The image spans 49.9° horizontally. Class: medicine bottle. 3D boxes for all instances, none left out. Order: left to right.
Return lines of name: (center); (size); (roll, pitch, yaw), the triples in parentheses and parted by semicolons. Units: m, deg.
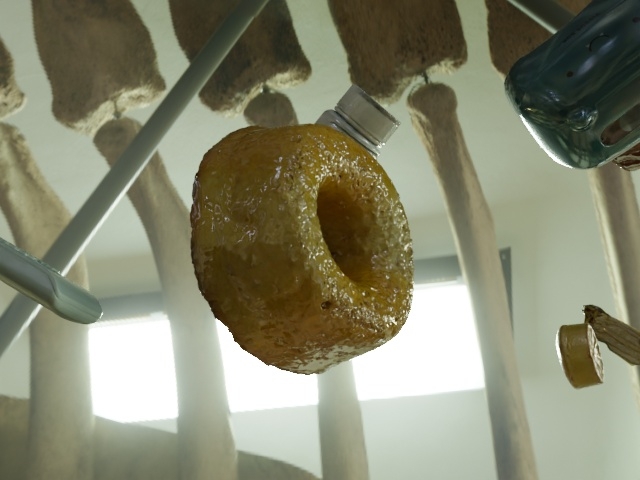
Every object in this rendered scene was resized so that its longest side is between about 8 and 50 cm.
medicine bottle: (0.030, -0.167, 1.342); (0.143, 0.143, 0.258); (37, -78, -22)

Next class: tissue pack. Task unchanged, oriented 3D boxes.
tissue pack: (0.449, -0.249, 1.058); (0.287, 0.206, 0.198); (-38, -56, 13)

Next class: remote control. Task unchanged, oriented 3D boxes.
remote control: (-0.240, 0.018, 0.532); (0.162, 0.029, 0.061); (24, -15, 25)

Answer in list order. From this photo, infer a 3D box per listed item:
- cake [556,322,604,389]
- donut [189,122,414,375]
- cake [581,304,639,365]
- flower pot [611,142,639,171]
cake: (0.328, 0.145, 0.870); (0.044, 0.084, 0.084); (-18, -56, 26)
donut: (0.002, 0.000, 0.706); (0.108, 0.278, 0.277); (-17, -54, 33)
cake: (0.634, 0.209, 1.450); (0.116, 0.185, 0.080); (29, -89, -49)
flower pot: (0.624, -0.234, 1.249); (0.190, 0.191, 0.173); (34, -20, -20)
